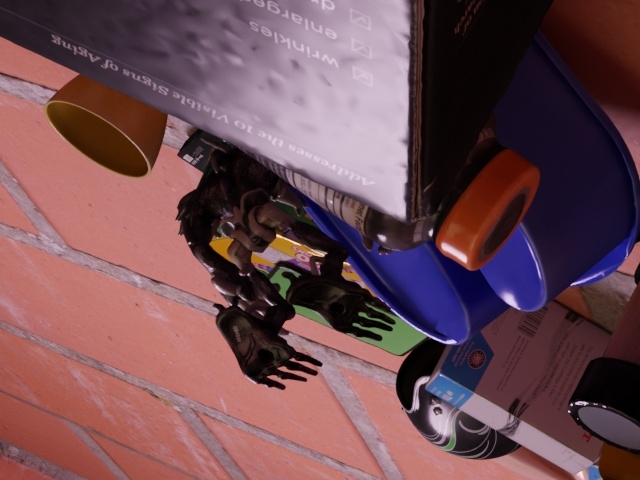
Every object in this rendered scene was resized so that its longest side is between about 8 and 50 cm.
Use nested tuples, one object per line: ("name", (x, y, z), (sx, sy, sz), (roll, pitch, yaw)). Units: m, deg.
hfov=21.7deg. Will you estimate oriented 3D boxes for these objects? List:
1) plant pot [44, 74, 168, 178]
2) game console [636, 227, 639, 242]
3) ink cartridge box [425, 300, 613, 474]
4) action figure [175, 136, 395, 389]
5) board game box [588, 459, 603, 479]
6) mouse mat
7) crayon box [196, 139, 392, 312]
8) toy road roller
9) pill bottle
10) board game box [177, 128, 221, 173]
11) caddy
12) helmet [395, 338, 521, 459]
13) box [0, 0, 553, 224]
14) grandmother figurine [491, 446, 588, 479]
("plant pot", (-0.217, -0.145, 1.814), (0.134, 0.095, 0.134), (27, 159, 11))
("game console", (0.338, -0.021, 1.354), (0.124, 0.085, 0.144), (30, 160, 3))
("ink cartridge box", (0.230, 0.141, 1.789), (0.191, 0.139, 0.082), (31, 158, 1))
("action figure", (-0.028, 0.001, 1.308), (0.141, 0.164, 0.275), (39, -160, -32))
("board game box", (0.460, 0.344, 1.880), (0.302, 0.086, 0.308), (13, 142, 22))
("mouse mat", (0.025, 0.080, 1.865), (0.190, 0.007, 0.152), (23, 162, -6))
("crayon box", (0.000, 0.000, 1.810), (0.278, 0.081, 0.165), (21, 161, 1))
("toy road roller", (0.391, 0.160, 1.525), (0.240, 0.202, 0.329), (17, 155, 32))
("pill bottle", (0.035, -0.079, 1.199), (0.246, 0.130, 0.130), (35, 161, 17))
("board game box", (-0.077, -0.091, 1.843), (0.126, 0.026, 0.186), (34, 159, -11))
("caddy", (0.112, -0.082, 1.386), (0.341, 0.179, 0.241), (52, 147, -5))
("helmet", (0.174, 0.170, 1.908), (0.169, 0.169, 0.161), (30, 149, 3))
("box", (-0.085, -0.311, 0.981), (0.480, 0.297, 0.472), (25, 157, 14))
("grandmother figurine", (0.334, 0.297, 2.064), (0.342, 0.104, 0.208), (35, 168, -2))
